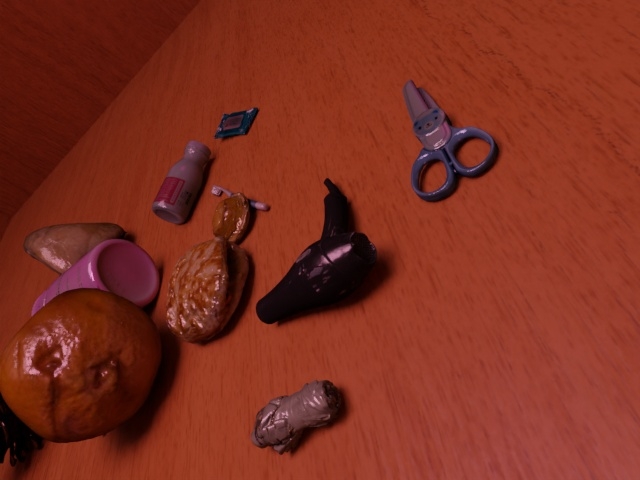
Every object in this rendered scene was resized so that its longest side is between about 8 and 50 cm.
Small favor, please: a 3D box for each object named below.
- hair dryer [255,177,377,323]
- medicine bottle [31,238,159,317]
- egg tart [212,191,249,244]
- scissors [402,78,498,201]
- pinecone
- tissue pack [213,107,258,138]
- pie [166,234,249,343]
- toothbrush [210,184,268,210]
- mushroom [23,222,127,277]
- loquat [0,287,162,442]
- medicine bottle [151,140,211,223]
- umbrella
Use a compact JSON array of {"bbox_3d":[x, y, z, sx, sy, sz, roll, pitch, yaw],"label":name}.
[{"bbox_3d":[0.000,0.000,0.739,0.235,0.091,0.272,-36,28,38],"label":"hair dryer"},{"bbox_3d":[-0.544,0.134,1.107,0.290,0.178,0.178,-31,43,28],"label":"medicine bottle"},{"bbox_3d":[-0.198,-0.043,0.967,0.128,0.049,0.129,-25,55,44],"label":"egg tart"},{"bbox_3d":[0.171,-0.171,0.697,0.125,0.030,0.256,-33,44,23],"label":"scissors"},{"bbox_3d":[-0.802,0.437,1.070,0.246,0.292,0.246,10,108,34],"label":"pinecone"},{"bbox_3d":[-0.228,-0.315,1.239,0.138,0.028,0.085,3,68,43],"label":"tissue pack"},{"bbox_3d":[-0.215,0.089,0.866,0.179,0.084,0.205,-36,43,25],"label":"pie"},{"bbox_3d":[-0.190,-0.094,1.033,0.275,0.019,0.025,23,85,52],"label":"toothbrush"},{"bbox_3d":[-0.705,0.008,1.338,0.217,0.212,0.292,-58,8,-25],"label":"mushroom"},{"bbox_3d":[-0.438,0.232,0.865,0.284,0.276,0.276,-30,40,55],"label":"loquat"},{"bbox_3d":[-0.356,-0.155,1.198,0.090,0.090,0.217,-8,56,44],"label":"medicine bottle"},{"bbox_3d":[-0.035,0.229,0.595,0.143,0.062,0.067,-38,71,19],"label":"umbrella"}]
